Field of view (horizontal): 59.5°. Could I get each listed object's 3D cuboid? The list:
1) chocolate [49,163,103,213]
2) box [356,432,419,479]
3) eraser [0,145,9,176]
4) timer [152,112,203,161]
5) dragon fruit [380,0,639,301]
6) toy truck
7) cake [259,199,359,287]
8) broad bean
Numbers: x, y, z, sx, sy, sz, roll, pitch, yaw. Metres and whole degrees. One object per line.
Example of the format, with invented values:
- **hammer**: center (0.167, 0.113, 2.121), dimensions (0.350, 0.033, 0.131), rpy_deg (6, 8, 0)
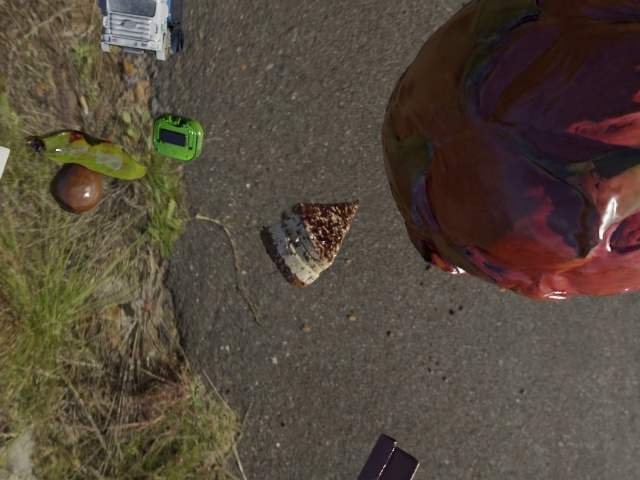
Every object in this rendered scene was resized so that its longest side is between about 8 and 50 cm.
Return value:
- **chocolate**: center (-0.618, -0.147, 1.426), dimensions (0.127, 0.124, 0.133), rpy_deg (28, 130, 8)
- **box**: center (0.099, 0.485, 1.053), dimensions (0.086, 0.215, 0.215), rpy_deg (28, 72, 15)
- **eraser**: center (-0.478, -0.121, 0.626), dimensions (0.212, 0.092, 0.046), rpy_deg (17, 89, -10)
- **timer**: center (-0.405, -0.290, 1.580), dimensions (0.140, 0.047, 0.128), rpy_deg (15, 126, -2)
- **dragon fruit**: center (0.198, -0.081, 0.467), dimensions (0.277, 0.342, 0.278), rpy_deg (4, 81, -22)
- **toy truck**: center (-0.403, -0.524, 1.304), dimensions (0.146, 0.367, 0.175), rpy_deg (4, 113, -8)
- **cake**: center (0.008, 0.003, 1.082), dimensions (0.112, 0.246, 0.135), rpy_deg (-31, 79, 30)
- **broad bean**: center (-0.489, -0.187, 1.205), dimensions (0.077, 0.061, 0.339), rpy_deg (-61, 152, 9)
